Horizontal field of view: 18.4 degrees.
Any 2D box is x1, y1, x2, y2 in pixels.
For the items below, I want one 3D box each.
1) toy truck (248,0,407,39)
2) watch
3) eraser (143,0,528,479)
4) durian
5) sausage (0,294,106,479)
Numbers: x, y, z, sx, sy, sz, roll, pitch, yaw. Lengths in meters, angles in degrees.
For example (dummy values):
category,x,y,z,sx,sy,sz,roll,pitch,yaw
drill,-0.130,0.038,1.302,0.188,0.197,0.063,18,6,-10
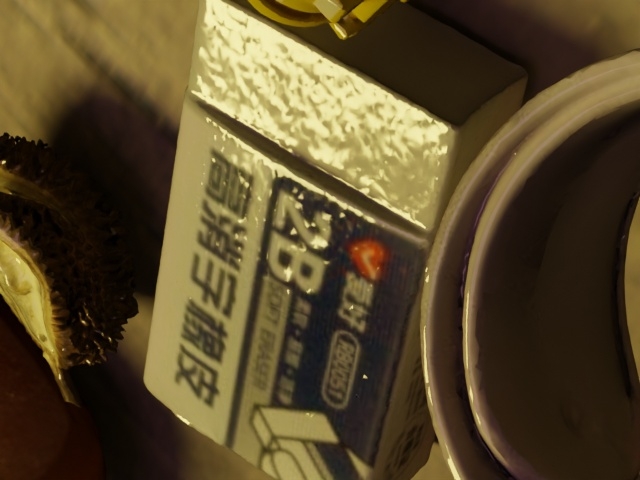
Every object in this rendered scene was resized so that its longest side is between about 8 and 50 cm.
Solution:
category,x,y,z,sx,sy,sz,roll,pitch,yaw
toy truck,0.037,-0.161,0.623,0.114,0.098,0.227,48,141,-1
watch,0.167,0.051,0.622,0.244,0.196,0.231,18,107,33
eraser,0.000,0.000,0.789,0.124,0.068,0.210,32,134,23
durian,-0.119,0.007,0.894,0.140,0.071,0.110,67,166,-21
sausage,-0.210,0.064,0.983,0.258,0.133,0.133,47,139,1
